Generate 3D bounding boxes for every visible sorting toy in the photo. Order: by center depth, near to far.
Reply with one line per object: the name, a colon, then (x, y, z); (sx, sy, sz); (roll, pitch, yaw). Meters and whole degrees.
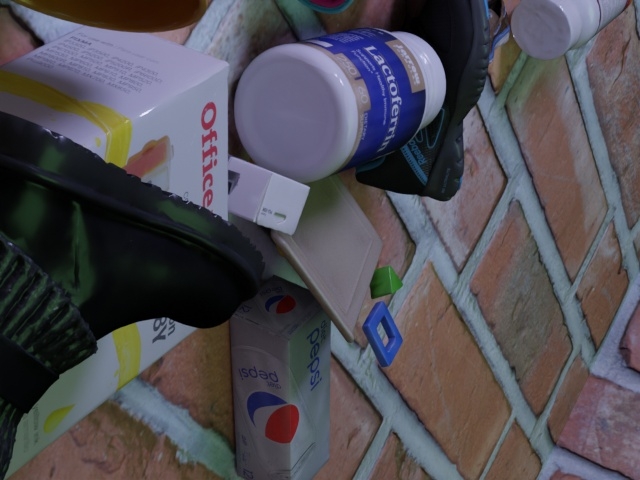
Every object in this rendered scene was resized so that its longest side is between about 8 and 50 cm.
sorting toy: (0.000, 0.000, 1.854); (0.348, 0.047, 0.196); (55, 33, -31)

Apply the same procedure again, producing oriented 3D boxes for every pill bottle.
pill bottle: (0.031, -0.162, 1.763); (0.264, 0.153, 0.153); (-25, 131, -57)
pill bottle: (0.380, -0.358, 2.332); (0.221, 0.121, 0.121); (-39, 143, -45)

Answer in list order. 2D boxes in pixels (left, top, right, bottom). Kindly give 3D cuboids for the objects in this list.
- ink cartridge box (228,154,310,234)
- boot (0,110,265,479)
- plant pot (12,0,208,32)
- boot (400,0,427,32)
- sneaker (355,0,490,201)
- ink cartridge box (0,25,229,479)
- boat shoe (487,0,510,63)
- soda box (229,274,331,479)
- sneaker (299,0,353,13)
ink cartridge box: (-0.093, -0.059, 1.618); (0.099, 0.135, 0.056); (19, 93, -65)
boot: (-0.196, 0.075, 1.147); (0.348, 0.131, 0.260); (30, 76, -52)
plant pot: (-0.171, -0.292, 1.232); (0.205, 0.205, 0.188); (40, 59, -64)
boot: (0.174, -0.325, 2.032); (0.248, 0.090, 0.207); (-33, 151, -53)
sneaker: (0.125, -0.196, 1.910); (0.125, 0.139, 0.341); (-94, -170, -57)
ink cartridge box: (-0.248, 0.009, 1.334); (0.384, 0.160, 0.279); (-39, 141, -46)
boat shoe: (0.213, -0.288, 2.133); (0.183, 0.066, 0.066); (-51, 143, -58)
soda box: (-0.048, 0.191, 1.960); (0.098, 0.091, 0.286); (-43, 145, -42)
sneaker: (0.044, -0.315, 1.693); (0.295, 0.123, 0.178); (45, 64, -55)
